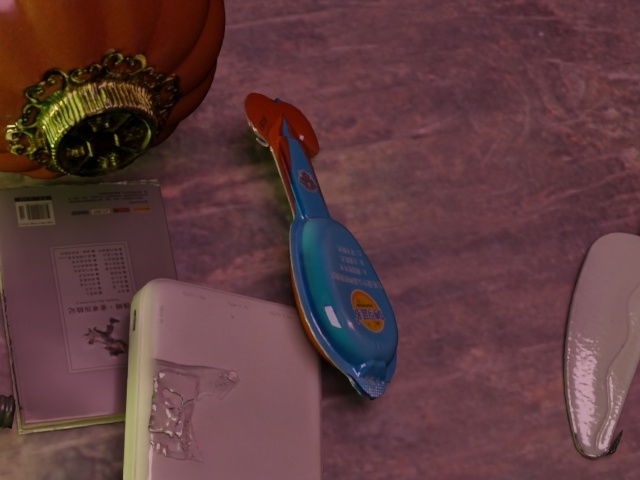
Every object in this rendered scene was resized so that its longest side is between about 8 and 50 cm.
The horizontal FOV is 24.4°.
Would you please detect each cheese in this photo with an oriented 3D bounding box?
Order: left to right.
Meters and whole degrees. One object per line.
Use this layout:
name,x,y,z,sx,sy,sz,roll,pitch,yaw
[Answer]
cheese,0.000,0.000,1.074,0.106,0.037,0.256,16,48,-53

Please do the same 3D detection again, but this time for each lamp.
lamp,-0.173,-0.140,1.000,0.223,0.223,0.196,-11,60,-22

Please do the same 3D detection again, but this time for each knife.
knife,0.252,0.017,1.161,0.081,0.043,0.336,28,61,4

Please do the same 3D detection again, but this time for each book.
book,-0.158,0.041,1.031,0.127,0.014,0.181,-5,66,-20

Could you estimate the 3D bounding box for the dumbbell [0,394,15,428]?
dumbbell,-0.317,0.086,0.919,0.254,0.081,0.081,11,61,-13

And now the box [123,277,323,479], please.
box,-0.062,0.166,0.970,0.142,0.044,0.285,14,60,-26
